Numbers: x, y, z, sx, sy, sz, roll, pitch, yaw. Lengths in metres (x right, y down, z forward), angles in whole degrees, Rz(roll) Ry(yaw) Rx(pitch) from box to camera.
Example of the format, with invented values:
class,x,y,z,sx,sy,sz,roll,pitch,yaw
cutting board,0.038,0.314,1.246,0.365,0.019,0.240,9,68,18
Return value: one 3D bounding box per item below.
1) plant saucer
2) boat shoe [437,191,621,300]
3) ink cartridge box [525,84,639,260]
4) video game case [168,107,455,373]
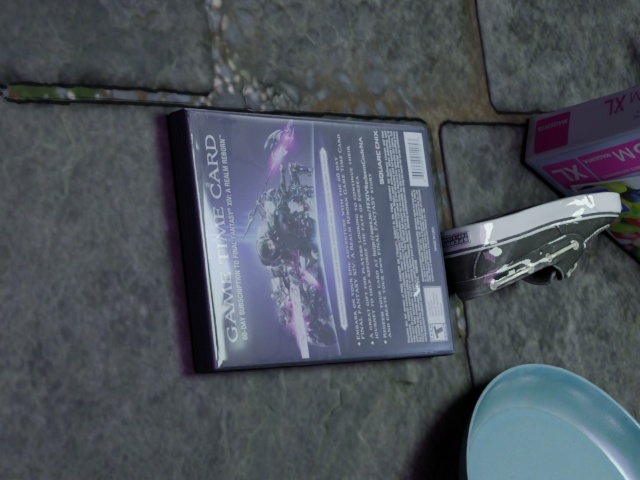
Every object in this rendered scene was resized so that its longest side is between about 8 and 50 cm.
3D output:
class,x,y,z,sx,sy,sz,roll,pitch,yaw
plant saucer,0.223,0.257,1.423,0.317,0.044,0.317,28,44,-31
boat shoe,0.190,0.005,1.486,0.219,0.078,0.070,-15,91,-39
ink cartridge box,0.359,-0.039,1.586,0.311,0.186,0.065,34,55,-37
video game case,0.000,0.000,1.322,0.274,0.026,0.196,0,80,-45
